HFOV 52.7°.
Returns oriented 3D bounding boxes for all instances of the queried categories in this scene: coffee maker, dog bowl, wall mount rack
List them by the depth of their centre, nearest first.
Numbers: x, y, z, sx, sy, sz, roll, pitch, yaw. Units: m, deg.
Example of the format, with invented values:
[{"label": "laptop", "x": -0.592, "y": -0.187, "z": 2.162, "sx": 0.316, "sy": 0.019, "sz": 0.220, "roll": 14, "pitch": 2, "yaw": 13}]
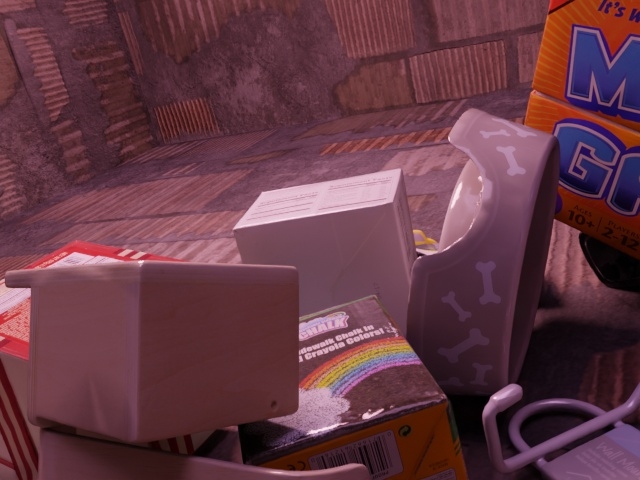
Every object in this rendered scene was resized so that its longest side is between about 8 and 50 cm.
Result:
[{"label": "wall mount rack", "x": 0.333, "y": 0.169, "z": 0.572, "sx": 0.304, "sy": 0.130, "sz": 0.350, "roll": -20, "pitch": 22, "yaw": -17}, {"label": "dog bowl", "x": 0.205, "y": 0.023, "z": 0.770, "sx": 0.102, "sy": 0.348, "sz": 0.349, "roll": 11, "pitch": 29, "yaw": 23}, {"label": "coffee maker", "x": 0.483, "y": -0.008, "z": 0.981, "sx": 0.178, "sy": 0.120, "sz": 0.171, "roll": -30, "pitch": -20, "yaw": -28}]

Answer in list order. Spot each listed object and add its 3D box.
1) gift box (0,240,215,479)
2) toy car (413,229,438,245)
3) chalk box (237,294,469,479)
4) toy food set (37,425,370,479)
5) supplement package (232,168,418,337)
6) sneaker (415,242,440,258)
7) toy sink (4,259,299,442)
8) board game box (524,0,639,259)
[{"label": "gift box", "x": -0.279, "y": 0.164, "z": 0.791, "sx": 0.276, "sy": 0.258, "sz": 0.255, "roll": 10, "pitch": 30, "yaw": 34}, {"label": "toy car", "x": 0.075, "y": 0.008, "z": 1.182, "sx": 0.239, "sy": 0.053, "sz": 0.225, "roll": 11, "pitch": -17, "yaw": -38}, {"label": "chalk box", "x": 0.016, "y": 0.186, "z": 0.669, "sx": 0.180, "sy": 0.179, "sz": 0.289, "roll": -16, "pitch": 19, "yaw": -5}, {"label": "toy food set", "x": -0.104, "y": 0.263, "z": 0.499, "sx": 0.306, "sy": 0.219, "sz": 0.092, "roll": -2, "pitch": -5, "yaw": 29}, {"label": "supplement package", "x": 0.028, "y": 0.062, "z": 0.862, "sx": 0.204, "sy": 0.262, "sz": 0.145, "roll": -8, "pitch": 20, "yaw": 14}, {"label": "sneaker", "x": 0.201, "y": 0.051, "z": 1.052, "sx": 0.300, "sy": 0.111, "sz": 0.121, "roll": -4, "pitch": 3, "yaw": 26}, {"label": "toy sink", "x": -0.152, "y": 0.088, "z": 0.550, "sx": 0.234, "sy": 0.131, "sz": 0.153, "roll": -4, "pitch": -7, "yaw": 42}, {"label": "board game box", "x": 0.509, "y": -0.199, "z": 0.799, "sx": 0.356, "sy": 0.356, "sz": 0.356, "roll": 32, "pitch": 55, "yaw": 31}]
